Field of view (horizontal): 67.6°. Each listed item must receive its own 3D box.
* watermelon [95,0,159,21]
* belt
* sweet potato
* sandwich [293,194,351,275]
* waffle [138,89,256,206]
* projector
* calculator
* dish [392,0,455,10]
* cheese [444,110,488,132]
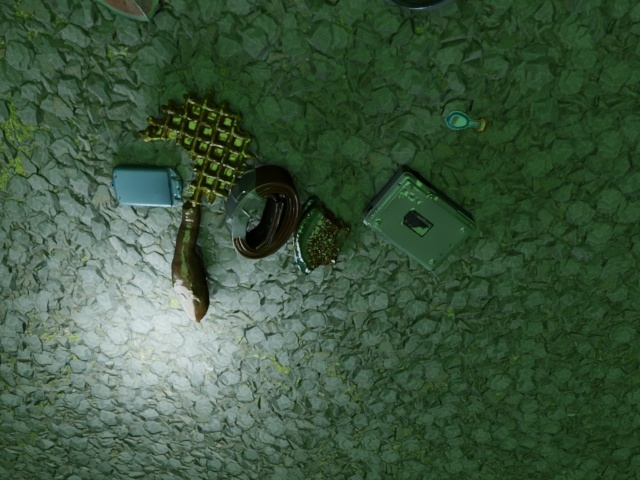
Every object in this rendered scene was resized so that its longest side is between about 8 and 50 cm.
[{"bbox_3d":[-0.476,-0.604,1.126,0.231,0.128,0.146,16,144,12],"label":"watermelon"},{"bbox_3d":[-0.161,-0.074,1.304,0.184,0.105,0.261,5,128,-23],"label":"belt"},{"bbox_3d":[-0.393,0.072,1.423,0.109,0.109,0.385,1,110,5],"label":"sweet potato"},{"bbox_3d":[-0.011,0.005,1.367,0.159,0.079,0.235,22,114,-5],"label":"sandwich"},{"bbox_3d":[-0.309,-0.253,1.283,0.260,0.069,0.293,-27,110,12],"label":"waffle"},{"bbox_3d":[0.270,-0.056,1.304,0.257,0.099,0.192,35,112,-11],"label":"projector"},{"bbox_3d":[-0.496,-0.155,1.357,0.210,0.039,0.121,2,113,5],"label":"calculator"},{"bbox_3d":[0.265,-0.621,1.023,0.273,0.134,0.273,4,96,40],"label":"dish"},{"bbox_3d":[0.373,-0.303,1.226,0.111,0.017,0.047,12,118,0],"label":"cheese"}]
